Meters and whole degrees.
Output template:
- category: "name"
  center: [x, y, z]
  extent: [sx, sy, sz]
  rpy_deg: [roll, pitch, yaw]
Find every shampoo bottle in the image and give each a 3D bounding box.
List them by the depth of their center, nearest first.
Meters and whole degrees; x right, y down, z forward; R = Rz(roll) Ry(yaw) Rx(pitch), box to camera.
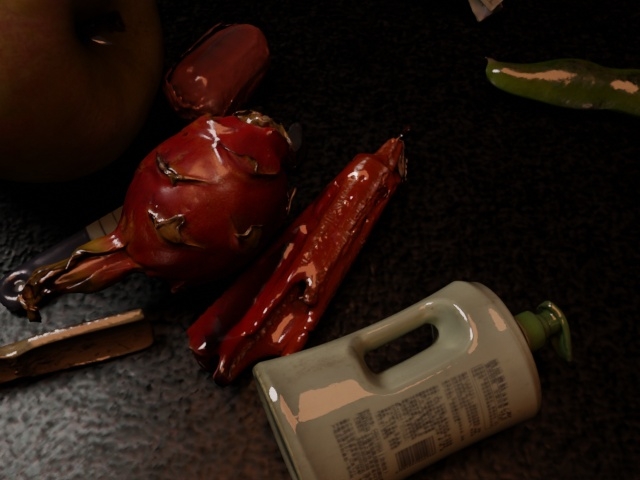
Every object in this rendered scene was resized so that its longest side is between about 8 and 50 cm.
- category: "shampoo bottle"
  center: [0.079, 0.101, 0.491]
  extent: [0.234, 0.087, 0.118]
  rpy_deg: [-21, 83, -14]

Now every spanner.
- category: "spanner"
  center: [-0.151, -0.036, 0.619]
  extent: [0.315, 0.024, 0.087]
  rpy_deg: [-34, 63, -18]

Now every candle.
- category: "candle"
  center: [0.000, 0.000, 0.575]
  extent: [0.084, 0.059, 0.302]
  rpy_deg: [33, 62, 8]

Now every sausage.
- category: "sausage"
  center: [-0.100, -0.163, 0.664]
  extent: [0.076, 0.076, 0.141]
  rpy_deg: [19, 49, 11]

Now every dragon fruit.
- category: "dragon fruit"
  center: [-0.126, -0.012, 0.533]
  extent: [0.246, 0.125, 0.125]
  rpy_deg: [-31, 19, -15]

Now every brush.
- category: "brush"
  center: [-0.258, 0.091, 0.524]
  extent: [0.247, 0.043, 0.036]
  rpy_deg: [-14, 52, -10]

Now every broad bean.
- category: "broad bean"
  center: [0.312, -0.147, 0.678]
  extent: [0.297, 0.043, 0.060]
  rpy_deg: [14, 69, 7]

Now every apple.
- category: "apple"
  center: [-0.271, -0.177, 0.572]
  extent: [0.233, 0.257, 0.257]
  rpy_deg: [4, 57, 16]

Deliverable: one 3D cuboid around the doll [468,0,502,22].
- category: "doll"
  center: [0.133, -0.346, 0.764]
  extent: [0.115, 0.105, 0.221]
  rpy_deg: [-34, 63, -21]
